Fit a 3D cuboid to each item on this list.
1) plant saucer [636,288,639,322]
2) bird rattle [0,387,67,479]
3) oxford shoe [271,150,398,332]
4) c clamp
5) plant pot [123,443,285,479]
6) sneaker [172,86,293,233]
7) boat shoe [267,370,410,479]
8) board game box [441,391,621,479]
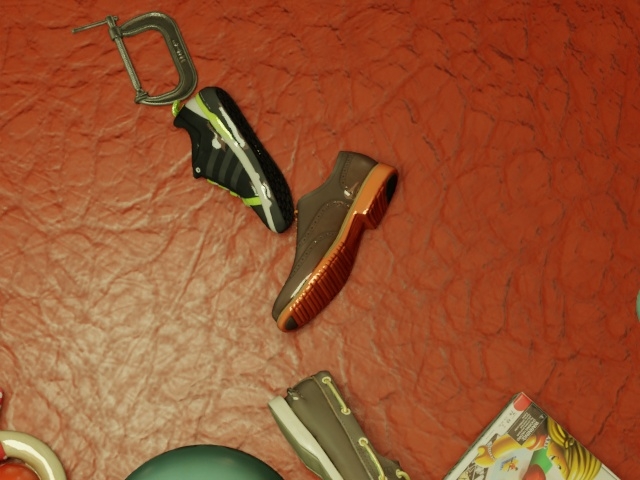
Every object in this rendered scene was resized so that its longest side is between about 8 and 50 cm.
[{"bbox_3d":[0.499,0.092,1.748,0.119,0.021,0.119,0,80,-3],"label":"plant saucer"},{"bbox_3d":[-0.431,0.318,1.640,0.207,0.143,0.254,14,67,-12],"label":"bird rattle"},{"bbox_3d":[0.000,0.000,1.715,0.098,0.097,0.271,27,73,19],"label":"oxford shoe"},{"bbox_3d":[-0.252,-0.254,1.774,0.137,0.022,0.161,-27,81,-12],"label":"c clamp"},{"bbox_3d":[-0.150,0.397,1.558,0.293,0.235,0.293,0,80,-2],"label":"plant pot"},{"bbox_3d":[-0.124,-0.101,1.736,0.097,0.084,0.235,-33,82,17],"label":"sneaker"},{"bbox_3d":[0.060,0.308,1.623,0.096,0.116,0.324,-34,65,-14],"label":"boat shoe"},{"bbox_3d":[0.238,0.378,1.671,0.193,0.053,0.305,41,81,5],"label":"board game box"}]
